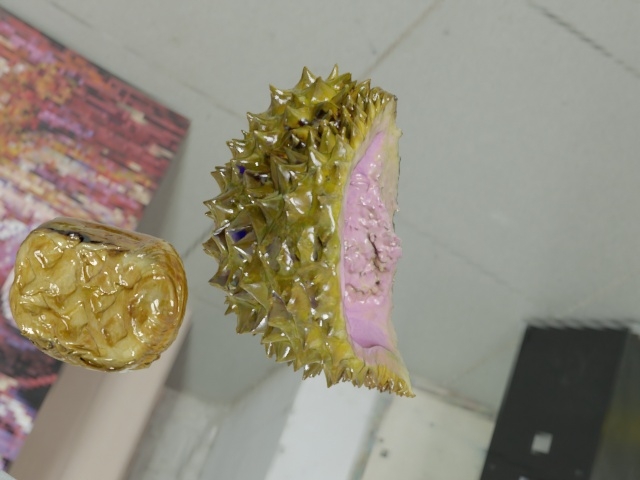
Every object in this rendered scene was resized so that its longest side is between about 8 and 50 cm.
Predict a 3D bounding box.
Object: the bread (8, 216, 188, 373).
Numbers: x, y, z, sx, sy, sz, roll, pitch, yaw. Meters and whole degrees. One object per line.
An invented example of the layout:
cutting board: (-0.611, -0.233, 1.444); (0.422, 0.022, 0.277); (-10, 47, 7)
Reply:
bread: (-0.127, 0.032, 0.800); (0.111, 0.083, 0.044); (14, 176, 23)

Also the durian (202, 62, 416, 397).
durian: (-0.001, 0.001, 0.887); (0.165, 0.132, 0.182); (46, 134, 42)

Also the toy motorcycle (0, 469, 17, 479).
toy motorcycle: (-0.327, 0.176, 1.105); (0.229, 0.151, 0.074); (33, 134, -24)
